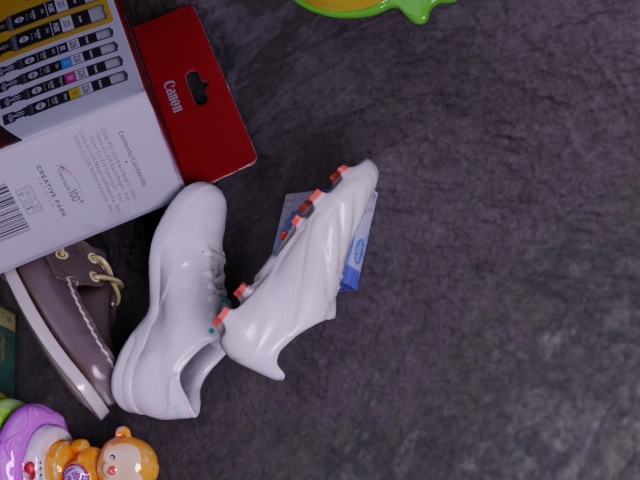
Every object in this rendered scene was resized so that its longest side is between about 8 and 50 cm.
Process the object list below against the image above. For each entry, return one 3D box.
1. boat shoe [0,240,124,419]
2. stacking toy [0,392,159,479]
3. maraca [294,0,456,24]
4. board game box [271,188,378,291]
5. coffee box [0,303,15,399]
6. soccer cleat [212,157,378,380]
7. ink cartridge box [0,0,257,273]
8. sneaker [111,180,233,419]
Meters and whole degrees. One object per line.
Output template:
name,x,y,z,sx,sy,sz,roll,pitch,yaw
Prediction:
boat shoe,-0.245,0.034,1.324,0.096,0.117,0.324,-29,47,-12
stacking toy,-0.278,0.197,1.238,0.301,0.166,0.175,-1,87,23
maraca,0.044,-0.255,1.257,0.185,0.099,0.127,15,83,20
board game box,0.000,0.000,1.187,0.090,0.020,0.090,-6,61,39
coffee box,-0.385,0.146,1.428,0.184,0.040,0.113,-28,49,27
soccer cleat,-0.006,0.022,1.127,0.196,0.076,0.068,-53,3,-12
ink cartridge box,-0.233,-0.151,1.330,0.272,0.130,0.309,-22,43,-3
sneaker,-0.104,0.054,1.220,0.094,0.080,0.212,8,77,32
